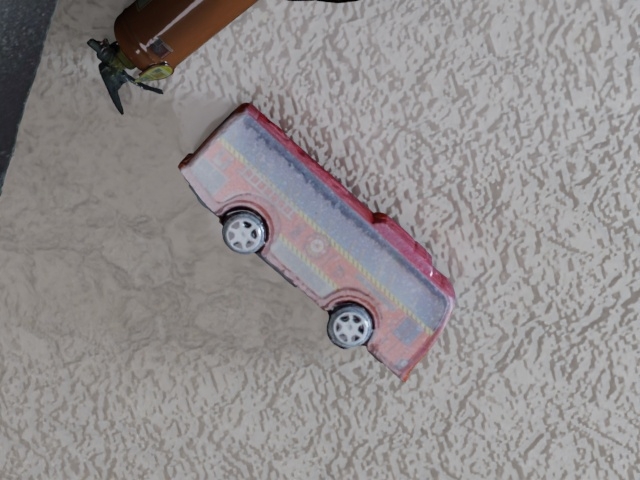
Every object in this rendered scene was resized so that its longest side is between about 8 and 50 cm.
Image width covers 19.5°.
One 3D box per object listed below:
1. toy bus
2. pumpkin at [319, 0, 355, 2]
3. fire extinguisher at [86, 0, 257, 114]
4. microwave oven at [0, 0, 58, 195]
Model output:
[{"bbox_3d":[0.000,0.000,1.140,0.192,0.065,0.077,41,101,-6],"label":"toy bus"},{"bbox_3d":[0.035,-0.263,0.935,0.320,0.320,0.192,-50,61,19],"label":"pumpkin"},{"bbox_3d":[-0.071,-0.142,1.113,0.177,0.050,0.062,-37,131,18],"label":"fire extinguisher"},{"bbox_3d":[-0.265,-0.281,0.882,0.236,0.374,0.432,1,123,-38],"label":"microwave oven"}]
